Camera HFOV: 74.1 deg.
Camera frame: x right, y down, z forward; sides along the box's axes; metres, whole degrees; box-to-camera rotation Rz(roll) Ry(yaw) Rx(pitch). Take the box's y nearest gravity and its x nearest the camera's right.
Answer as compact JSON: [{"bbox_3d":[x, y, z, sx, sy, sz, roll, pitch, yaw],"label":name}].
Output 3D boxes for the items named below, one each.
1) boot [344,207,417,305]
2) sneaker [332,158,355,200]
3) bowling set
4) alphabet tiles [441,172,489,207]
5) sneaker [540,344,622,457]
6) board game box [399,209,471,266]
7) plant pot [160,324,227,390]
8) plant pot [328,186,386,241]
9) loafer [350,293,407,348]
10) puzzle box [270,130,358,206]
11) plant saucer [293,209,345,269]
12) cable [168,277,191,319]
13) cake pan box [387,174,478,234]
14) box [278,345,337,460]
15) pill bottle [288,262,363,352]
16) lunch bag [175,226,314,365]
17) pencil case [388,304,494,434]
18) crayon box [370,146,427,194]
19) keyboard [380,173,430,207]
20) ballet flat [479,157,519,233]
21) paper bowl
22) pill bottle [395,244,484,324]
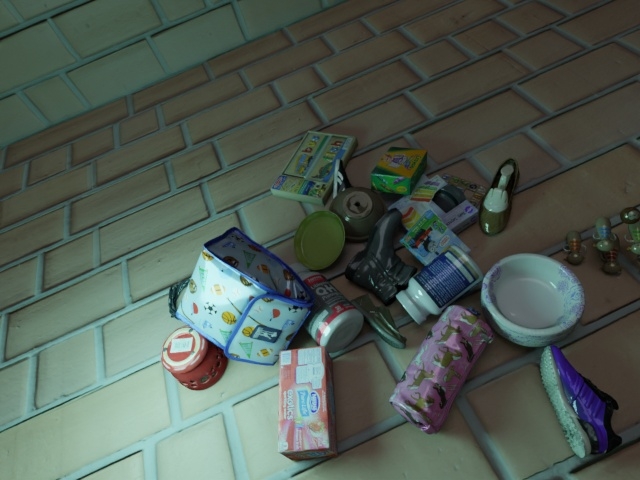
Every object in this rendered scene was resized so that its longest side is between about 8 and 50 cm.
[{"bbox_3d":[0.266,0.061,1.561,0.222,0.118,0.338,30,83,29],"label":"boot"},{"bbox_3d":[0.116,-0.243,1.827,0.121,0.079,0.217,4,78,-1],"label":"sneaker"},{"bbox_3d":[0.951,0.004,1.360,0.286,0.200,0.154,3,57,23],"label":"bowling set"},{"bbox_3d":[0.533,-0.164,1.714,0.198,0.009,0.237,27,65,30],"label":"alphabet tiles"},{"bbox_3d":[0.724,0.430,1.172,0.146,0.102,0.294,-9,57,4],"label":"sneaker"},{"bbox_3d":[0.413,0.019,1.520,0.211,0.039,0.160,45,75,-2],"label":"board game box"},{"bbox_3d":[-0.442,0.403,1.469,0.191,0.174,0.191,-7,55,11],"label":"plant pot"},{"bbox_3d":[0.147,-0.120,1.687,0.237,0.110,0.238,-2,71,5],"label":"plant pot"},{"bbox_3d":[0.205,0.263,1.436,0.087,0.094,0.251,-41,54,-10],"label":"loafer"},{"bbox_3d":[-0.024,-0.349,1.980,0.272,0.052,0.409,13,59,25],"label":"puzzle box"},{"bbox_3d":[0.000,0.000,1.675,0.240,0.037,0.241,-9,72,32],"label":"plant saucer"},{"bbox_3d":[-0.538,0.238,1.702,0.150,0.047,0.185,-12,49,0],"label":"cable"},{"bbox_3d":[0.438,-0.108,1.653,0.266,0.070,0.246,-32,56,-5],"label":"cake pan box"},{"bbox_3d":[-0.037,0.496,1.302,0.154,0.142,0.300,-10,53,8],"label":"box"},{"bbox_3d":[-0.014,0.221,1.476,0.176,0.176,0.318,-38,54,-13],"label":"pill bottle"},{"bbox_3d":[-0.242,0.206,1.405,0.385,0.328,0.239,34,29,5],"label":"lunch bag"},{"bbox_3d":[0.364,0.379,1.270,0.160,0.167,0.386,40,70,1],"label":"pencil case"},{"bbox_3d":[0.331,-0.295,1.767,0.165,0.081,0.278,11,38,22],"label":"crayon box"},{"bbox_3d":[0.347,-0.207,1.798,0.256,0.014,0.072,-27,47,-5],"label":"keyboard"},{"bbox_3d":[0.687,-0.186,1.613,0.116,0.124,0.342,18,62,27],"label":"ballet flat"},{"bbox_3d":[0.652,0.193,1.328,0.284,0.148,0.284,-7,54,10],"label":"paper bowl"},{"bbox_3d":[0.391,0.150,1.409,0.264,0.153,0.153,-39,53,3],"label":"pill bottle"}]
